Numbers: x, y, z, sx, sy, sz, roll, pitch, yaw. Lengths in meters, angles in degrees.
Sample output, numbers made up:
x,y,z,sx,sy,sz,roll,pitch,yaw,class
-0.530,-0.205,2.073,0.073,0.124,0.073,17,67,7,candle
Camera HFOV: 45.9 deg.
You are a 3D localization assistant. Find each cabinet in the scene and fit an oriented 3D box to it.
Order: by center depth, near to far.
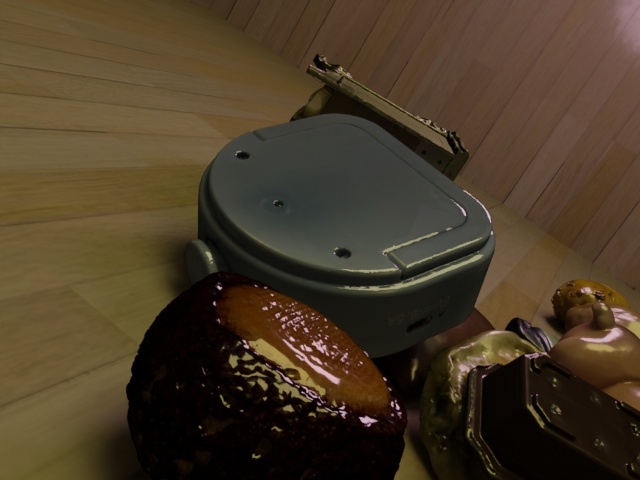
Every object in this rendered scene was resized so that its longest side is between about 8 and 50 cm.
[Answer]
x,y,z,sx,sy,sz,roll,pitch,yaw,class
0.055,-0.139,1.409,0.318,0.290,0.227,29,18,-5,cabinet

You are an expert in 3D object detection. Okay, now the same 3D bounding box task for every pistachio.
x,y,z,sx,sy,sz,roll,pitch,yaw,class
0.639,0.237,1.591,0.293,0.162,0.181,39,-12,31,pistachio

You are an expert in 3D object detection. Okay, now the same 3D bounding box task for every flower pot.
x,y,z,sx,sy,sz,roll,pitch,yaw,class
0.290,0.222,0.859,0.250,0.084,0.179,30,35,-7,flower pot

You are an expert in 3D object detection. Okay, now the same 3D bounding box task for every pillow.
x,y,z,sx,sy,sz,roll,pitch,yaw,class
0.146,0.112,1.166,0.307,0.108,0.305,10,31,-43,pillow

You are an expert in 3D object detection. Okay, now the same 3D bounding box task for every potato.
x,y,z,sx,sy,sz,roll,pitch,yaw,class
0.677,0.174,1.866,0.173,0.140,0.300,35,10,37,potato

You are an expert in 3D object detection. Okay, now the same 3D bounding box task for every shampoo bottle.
x,y,z,sx,sy,sz,roll,pitch,yaw,class
0.497,0.270,1.383,0.359,0.078,0.134,32,19,0,shampoo bottle

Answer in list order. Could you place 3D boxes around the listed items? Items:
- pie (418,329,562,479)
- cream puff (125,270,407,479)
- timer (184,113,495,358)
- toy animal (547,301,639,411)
x,y,z,sx,sy,sz,roll,pitch,yaw,class
0.264,0.259,0.935,0.339,0.077,0.339,22,36,-17,pie
-0.049,0.142,0.631,0.239,0.165,0.239,32,13,-8,cream puff
0.000,0.000,1.008,0.394,0.173,0.395,6,38,-5,timer
0.434,0.242,1.132,0.221,0.210,0.229,30,49,24,toy animal
